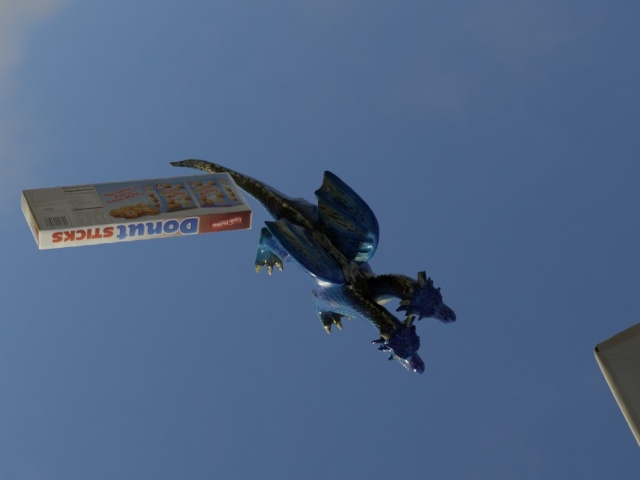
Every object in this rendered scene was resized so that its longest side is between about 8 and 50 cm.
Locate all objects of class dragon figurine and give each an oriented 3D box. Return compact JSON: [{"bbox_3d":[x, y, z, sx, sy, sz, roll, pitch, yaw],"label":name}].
[{"bbox_3d":[0.000,0.000,1.618,0.085,0.289,0.144,-41,177,-18],"label":"dragon figurine"}]

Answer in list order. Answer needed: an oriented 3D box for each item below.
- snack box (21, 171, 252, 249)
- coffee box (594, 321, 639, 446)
[{"bbox_3d":[-0.149,-0.025,1.506,0.064,0.178,0.022,-124,-145,-51],"label":"snack box"},{"bbox_3d":[0.302,0.117,1.290,0.168,0.297,0.119,-27,-111,5],"label":"coffee box"}]
